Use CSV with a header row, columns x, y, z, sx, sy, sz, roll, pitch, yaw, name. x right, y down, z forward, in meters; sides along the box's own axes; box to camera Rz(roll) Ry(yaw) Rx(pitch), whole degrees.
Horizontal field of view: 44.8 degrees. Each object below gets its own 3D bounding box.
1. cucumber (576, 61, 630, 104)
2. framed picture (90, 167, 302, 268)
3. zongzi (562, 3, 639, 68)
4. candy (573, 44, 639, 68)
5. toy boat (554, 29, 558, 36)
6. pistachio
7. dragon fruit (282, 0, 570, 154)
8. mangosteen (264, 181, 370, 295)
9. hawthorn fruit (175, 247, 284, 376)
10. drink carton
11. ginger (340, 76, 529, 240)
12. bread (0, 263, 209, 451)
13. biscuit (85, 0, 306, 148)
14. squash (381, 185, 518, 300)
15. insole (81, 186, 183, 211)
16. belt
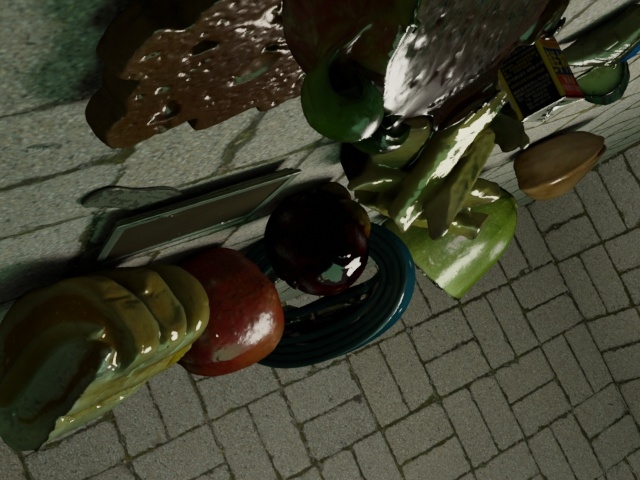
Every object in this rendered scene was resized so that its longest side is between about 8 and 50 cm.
x,y,z,sx,sy,sz,roll,pitch,yaw,name
0.585,-0.313,1.580,0.115,0.063,0.244,-28,173,25,cucumber
-0.196,-0.036,1.184,0.296,0.019,0.232,-20,173,-29,framed picture
0.437,-0.316,1.168,0.131,0.062,0.154,-8,159,-24,zongzi
0.518,-0.329,1.359,0.088,0.038,0.136,-19,180,-18,candy
0.256,-0.258,0.943,0.066,0.059,0.140,-7,174,-1,toy boat
0.651,-0.209,2.096,0.261,0.162,0.212,-29,-155,12,pistachio
0.078,-0.182,0.531,0.295,0.130,0.268,-39,162,-27,dragon fruit
0.000,0.000,1.404,0.210,0.209,0.210,-24,172,-4,mangosteen
-0.228,0.161,1.507,0.300,0.254,0.254,-37,179,-29,hawthorn fruit
0.191,-0.199,0.761,0.056,0.165,0.071,-29,170,32,drink carton
0.222,-0.121,1.234,0.359,0.211,0.413,-27,171,2,ginger
-0.349,0.147,1.248,0.300,0.210,0.341,-42,170,29,bread
-0.060,-0.166,0.667,0.278,0.043,0.301,-34,168,32,biscuit
0.376,-0.046,2.114,0.309,0.310,0.310,-47,167,13,squash
-0.237,-0.054,1.002,0.065,0.006,0.193,-27,171,20,insole
-0.007,0.111,1.707,0.437,0.300,0.173,-23,171,10,belt
